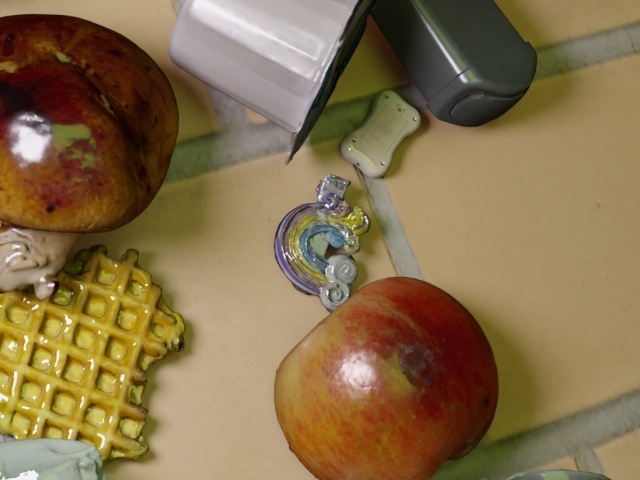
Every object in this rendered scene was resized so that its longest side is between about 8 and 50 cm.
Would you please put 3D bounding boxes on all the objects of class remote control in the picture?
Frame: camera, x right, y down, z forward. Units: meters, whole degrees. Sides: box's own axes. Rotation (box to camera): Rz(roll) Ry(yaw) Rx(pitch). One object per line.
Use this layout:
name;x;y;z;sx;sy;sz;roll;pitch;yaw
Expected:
remote control;0.080;-0.142;2.127;0.074;0.032;0.122;40;62;-5

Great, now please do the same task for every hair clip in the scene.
hair clip;0.000;0.000;2.046;0.116;0.049;0.172;15;75;-2

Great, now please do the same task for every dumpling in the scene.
dumpling;-0.341;0.295;1.769;0.216;0.105;0.149;-2;75;-2

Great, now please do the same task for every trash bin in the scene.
trash bin;0.181;-0.270;2.154;0.176;0.101;0.236;-27;80;-45

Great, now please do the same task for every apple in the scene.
apple;0.104;0.174;1.959;0.293;0.163;0.251;-36;87;-26

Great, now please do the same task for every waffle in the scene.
waffle;-0.279;0.134;1.884;0.291;0.051;0.291;6;72;-17

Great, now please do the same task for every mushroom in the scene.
mushroom;-0.331;-0.109;1.855;0.345;0.260;0.345;12;30;-7

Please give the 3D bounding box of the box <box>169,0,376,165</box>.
box;-0.057;-0.275;2.029;0.206;0.262;0.291;27;26;0

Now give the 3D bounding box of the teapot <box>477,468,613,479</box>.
teapot;0.285;0.469;1.904;0.300;0.253;0.344;29;53;-48
